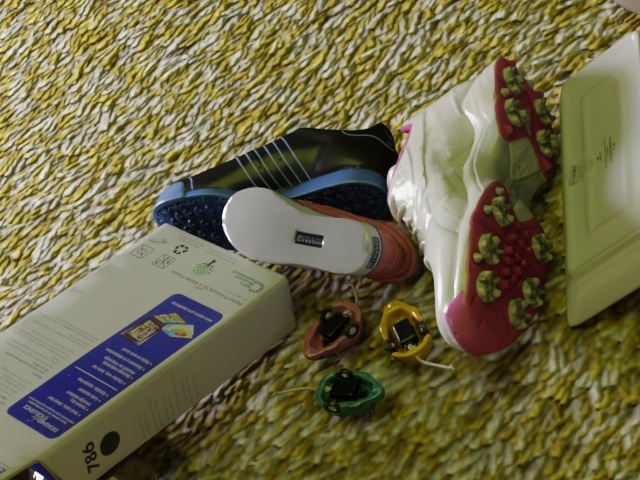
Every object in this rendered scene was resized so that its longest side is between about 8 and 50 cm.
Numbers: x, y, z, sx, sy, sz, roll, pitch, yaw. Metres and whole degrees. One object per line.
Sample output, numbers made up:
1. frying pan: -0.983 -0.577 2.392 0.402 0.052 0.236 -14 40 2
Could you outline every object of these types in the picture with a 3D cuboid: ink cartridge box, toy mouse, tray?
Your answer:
1. ink cartridge box: -0.192 0.110 1.615 0.165 0.065 0.332 25 46 39
2. toy mouse: 0.025 0.102 1.596 0.143 0.031 0.161 -32 43 1
3. tray: 0.244 -0.069 1.577 0.145 0.030 0.270 -38 35 39

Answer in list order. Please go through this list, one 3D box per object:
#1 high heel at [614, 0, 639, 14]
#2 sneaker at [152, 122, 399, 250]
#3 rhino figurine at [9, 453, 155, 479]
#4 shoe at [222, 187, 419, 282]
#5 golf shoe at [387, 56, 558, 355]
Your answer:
1. high heel: 0.441 -0.293 1.680 0.377 0.127 0.181 -13 19 26
2. sneaker: -0.038 -0.053 1.741 0.232 0.081 0.090 -6 46 18
3. rhino figurine: -0.239 0.219 1.619 0.243 0.073 0.106 2 56 33
4. shoe: 0.000 0.000 1.661 0.178 0.081 0.064 15 90 39
5. golf shoe: 0.119 -0.017 1.606 0.140 0.115 0.306 -19 38 30
